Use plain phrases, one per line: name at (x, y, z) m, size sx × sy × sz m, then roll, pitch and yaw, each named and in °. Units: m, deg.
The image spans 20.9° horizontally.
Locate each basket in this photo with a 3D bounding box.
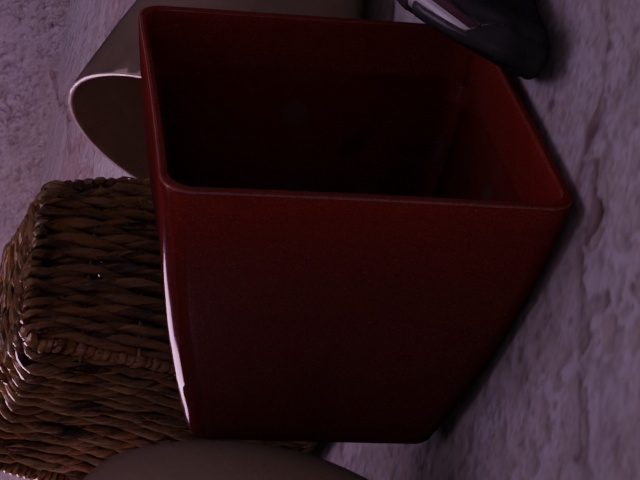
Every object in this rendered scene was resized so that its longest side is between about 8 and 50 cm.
basket at (-0.144, 0.089, 1.530) m, size 0.223 × 0.299 × 0.213 m, roll 122°, pitch 154°, yaw -48°

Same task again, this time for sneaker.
sneaker at (0.118, -0.241, 1.272) m, size 0.162 × 0.106 × 0.281 m, roll -56°, pitch 34°, yaw 16°

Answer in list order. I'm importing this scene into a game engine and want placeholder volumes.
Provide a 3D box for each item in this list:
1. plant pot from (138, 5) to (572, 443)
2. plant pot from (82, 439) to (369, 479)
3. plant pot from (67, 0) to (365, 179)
plant pot at (0.000, 0.000, 1.252) m, size 0.267 × 0.267 × 0.236 m, roll -104°, pitch 20°, yaw -56°
plant pot at (-0.020, 0.255, 1.155) m, size 0.191 × 0.284 × 0.284 m, roll -20°, pitch 52°, yaw 29°
plant pot at (-0.064, -0.193, 1.628) m, size 0.274 × 0.256 × 0.256 m, roll -67°, pitch 12°, yaw -21°
